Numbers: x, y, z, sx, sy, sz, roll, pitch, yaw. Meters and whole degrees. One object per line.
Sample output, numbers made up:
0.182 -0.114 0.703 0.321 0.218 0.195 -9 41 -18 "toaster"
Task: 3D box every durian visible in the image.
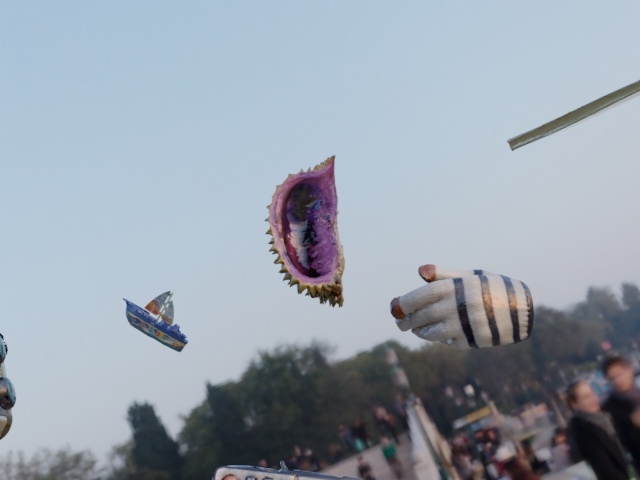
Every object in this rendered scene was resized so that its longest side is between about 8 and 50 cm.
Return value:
-0.010 0.005 2.000 0.153 0.261 0.186 -11 -32 21 "durian"

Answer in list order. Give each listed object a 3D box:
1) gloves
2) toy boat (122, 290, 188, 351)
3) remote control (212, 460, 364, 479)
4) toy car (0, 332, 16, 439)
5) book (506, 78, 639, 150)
0.227 0.114 1.712 0.218 0.140 0.131 -1 7 -10 "gloves"
-0.353 0.159 2.282 0.110 0.175 0.091 -59 23 -5 "toy boat"
0.043 0.387 1.428 0.398 0.145 0.062 8 -24 -1 "remote control"
-0.651 0.264 1.925 0.204 0.248 0.198 -15 -10 0 "toy car"
0.360 -0.171 1.268 0.170 0.018 0.241 -22 -1 -28 "book"
